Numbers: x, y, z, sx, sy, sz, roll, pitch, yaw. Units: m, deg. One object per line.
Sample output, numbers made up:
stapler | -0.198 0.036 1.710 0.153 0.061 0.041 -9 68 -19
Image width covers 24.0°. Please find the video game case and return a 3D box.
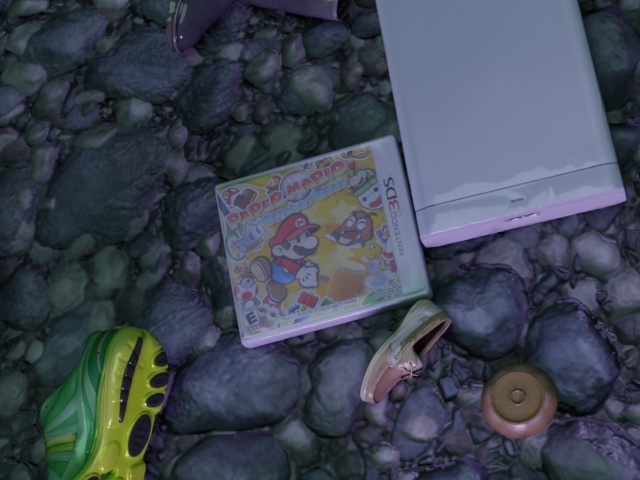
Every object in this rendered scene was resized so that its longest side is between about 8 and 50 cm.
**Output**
video game case | 0.000 0.000 1.744 0.227 0.026 0.206 -16 67 11

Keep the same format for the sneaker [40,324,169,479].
sneaker | -0.262 0.238 1.708 0.123 0.109 0.295 10 77 49

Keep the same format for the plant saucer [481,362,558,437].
plant saucer | 0.214 0.171 1.625 0.083 0.015 0.083 -5 69 14

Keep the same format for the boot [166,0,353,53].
boot | -0.069 -0.296 1.855 0.209 0.076 0.189 18 79 14

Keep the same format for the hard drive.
hard drive | 0.200 -0.184 1.741 0.233 0.047 0.353 -14 67 11

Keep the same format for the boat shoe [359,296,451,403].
boat shoe | 0.094 0.126 1.657 0.045 0.050 0.135 30 81 29
